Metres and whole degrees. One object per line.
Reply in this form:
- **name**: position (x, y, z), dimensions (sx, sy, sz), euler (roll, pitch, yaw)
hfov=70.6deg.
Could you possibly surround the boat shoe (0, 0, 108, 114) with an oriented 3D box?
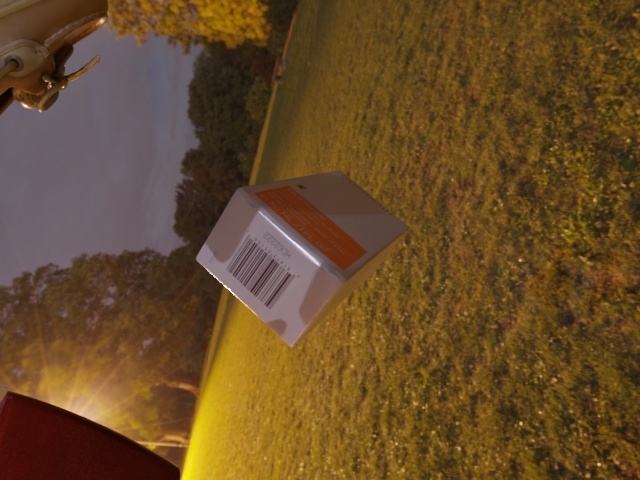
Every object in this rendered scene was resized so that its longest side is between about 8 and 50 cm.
- **boat shoe**: position (-0.283, -0.116, 0.373), dimensions (0.285, 0.089, 0.105), euler (-41, 23, -9)

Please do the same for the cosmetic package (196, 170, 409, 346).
- **cosmetic package**: position (0.000, 0.000, 0.905), dimensions (0.161, 0.230, 0.453), euler (-54, -10, 23)

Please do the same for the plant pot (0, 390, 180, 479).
- **plant pot**: position (-0.327, 0.377, 0.550), dimensions (0.267, 0.236, 0.267), euler (-42, 37, 34)
